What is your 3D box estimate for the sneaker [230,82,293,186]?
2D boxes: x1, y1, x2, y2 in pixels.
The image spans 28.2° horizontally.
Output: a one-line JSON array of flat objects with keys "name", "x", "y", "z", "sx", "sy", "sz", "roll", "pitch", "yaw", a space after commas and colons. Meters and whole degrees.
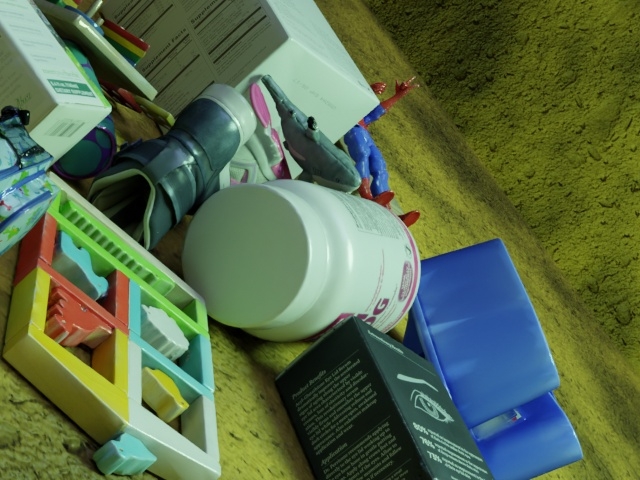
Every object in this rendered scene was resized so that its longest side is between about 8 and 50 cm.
[{"name": "sneaker", "x": -0.094, "y": -0.082, "z": 1.437, "sx": 0.252, "sy": 0.111, "sz": 0.103, "roll": 70, "pitch": 1, "yaw": -62}]

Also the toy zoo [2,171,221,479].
[{"name": "toy zoo", "x": -0.160, "y": 0.078, "z": 1.002, "sx": 0.192, "sy": 0.030, "sz": 0.293, "roll": 42, "pitch": 17, "yaw": -26}]

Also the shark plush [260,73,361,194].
[{"name": "shark plush", "x": -0.007, "y": -0.120, "z": 1.416, "sx": 0.161, "sy": 0.073, "sz": 0.067, "roll": 66, "pitch": -17, "yaw": 8}]

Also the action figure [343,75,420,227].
[{"name": "action figure", "x": 0.082, "y": -0.150, "z": 1.709, "sx": 0.091, "sy": 0.139, "sz": 0.280, "roll": 37, "pitch": 19, "yaw": -42}]

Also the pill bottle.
[{"name": "pill bottle", "x": -0.015, "y": 0.024, "z": 1.289, "sx": 0.160, "sy": 0.160, "sz": 0.283, "roll": 55, "pitch": 16, "yaw": 18}]

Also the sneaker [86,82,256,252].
[{"name": "sneaker", "x": -0.156, "y": -0.045, "z": 1.220, "sx": 0.086, "sy": 0.163, "sz": 0.226, "roll": 41, "pitch": -26, "yaw": 3}]

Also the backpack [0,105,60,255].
[{"name": "backpack", "x": -0.243, "y": -0.029, "z": 0.884, "sx": 0.084, "sy": 0.105, "sz": 0.114, "roll": 49, "pitch": 20, "yaw": 3}]

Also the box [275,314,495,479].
[{"name": "box", "x": 0.069, "y": 0.198, "z": 1.215, "sx": 0.153, "sy": 0.108, "sz": 0.207, "roll": 34, "pitch": 21, "yaw": -44}]

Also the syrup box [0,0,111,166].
[{"name": "syrup box", "x": -0.298, "y": -0.176, "z": 1.097, "sx": 0.237, "sy": 0.096, "sz": 0.093, "roll": 54, "pitch": 16, "yaw": 10}]

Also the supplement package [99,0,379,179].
[{"name": "supplement package", "x": -0.103, "y": -0.229, "z": 1.573, "sx": 0.199, "sy": 0.198, "sz": 0.263, "roll": 28, "pitch": 26, "yaw": -52}]

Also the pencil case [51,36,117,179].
[{"name": "pencil case", "x": -0.239, "y": -0.128, "z": 1.204, "sx": 0.070, "sy": 0.064, "sz": 0.152, "roll": 15, "pitch": 34, "yaw": -36}]

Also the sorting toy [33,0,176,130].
[{"name": "sorting toy", "x": -0.229, "y": -0.207, "z": 1.295, "sx": 0.132, "sy": 0.046, "sz": 0.274, "roll": 27, "pitch": -13, "yaw": 41}]

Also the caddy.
[{"name": "caddy", "x": 0.177, "y": 0.151, "z": 1.512, "sx": 0.341, "sy": 0.179, "sz": 0.241, "roll": -102, "pitch": 170, "yaw": -61}]

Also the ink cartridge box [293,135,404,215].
[{"name": "ink cartridge box", "x": -0.002, "y": -0.121, "z": 1.806, "sx": 0.193, "sy": 0.088, "sz": 0.235, "roll": 31, "pitch": 25, "yaw": -46}]
